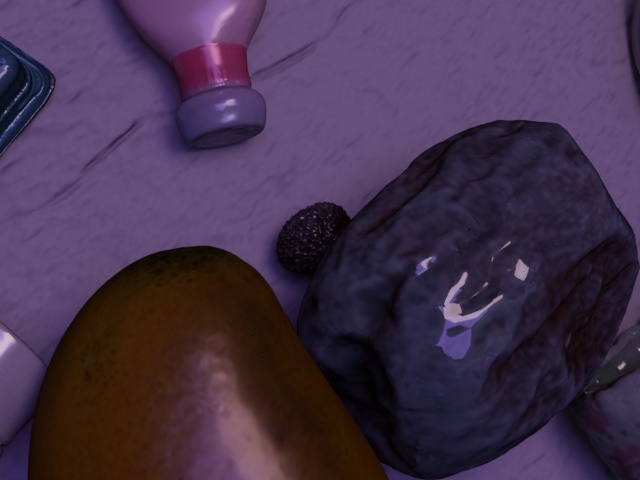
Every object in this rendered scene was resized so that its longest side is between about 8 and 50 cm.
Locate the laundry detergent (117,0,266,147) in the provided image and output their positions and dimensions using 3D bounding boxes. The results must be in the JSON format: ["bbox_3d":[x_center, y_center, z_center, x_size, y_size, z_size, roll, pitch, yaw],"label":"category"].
[{"bbox_3d":[-0.118,-0.252,0.894,0.159,0.088,0.335,-13,83,2],"label":"laundry detergent"}]

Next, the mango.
[{"bbox_3d":[-0.080,0.193,0.731,0.264,0.221,0.378,-16,91,1],"label":"mango"}]

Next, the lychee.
[{"bbox_3d":[0.000,0.000,0.885,0.083,0.068,0.067,-17,125,-1],"label":"lychee"}]

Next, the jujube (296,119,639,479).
[{"bbox_3d":[0.127,0.037,0.830,0.308,0.215,0.246,-36,126,-31],"label":"jujube"}]

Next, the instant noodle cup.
[{"bbox_3d":[-0.336,-0.136,0.826,0.179,0.070,0.157,35,74,-7],"label":"instant noodle cup"}]

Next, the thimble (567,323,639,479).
[{"bbox_3d":[0.336,0.145,0.892,0.211,0.185,0.149,-39,88,16],"label":"thimble"}]

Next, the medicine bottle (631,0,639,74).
[{"bbox_3d":[0.477,-0.218,1.009,0.273,0.165,0.165,-3,79,-16],"label":"medicine bottle"}]

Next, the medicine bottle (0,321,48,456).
[{"bbox_3d":[-0.317,0.158,0.729,0.139,0.139,0.237,41,68,-4],"label":"medicine bottle"}]
